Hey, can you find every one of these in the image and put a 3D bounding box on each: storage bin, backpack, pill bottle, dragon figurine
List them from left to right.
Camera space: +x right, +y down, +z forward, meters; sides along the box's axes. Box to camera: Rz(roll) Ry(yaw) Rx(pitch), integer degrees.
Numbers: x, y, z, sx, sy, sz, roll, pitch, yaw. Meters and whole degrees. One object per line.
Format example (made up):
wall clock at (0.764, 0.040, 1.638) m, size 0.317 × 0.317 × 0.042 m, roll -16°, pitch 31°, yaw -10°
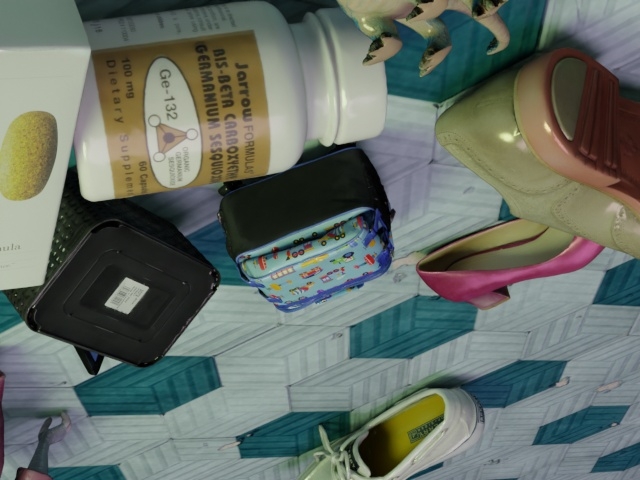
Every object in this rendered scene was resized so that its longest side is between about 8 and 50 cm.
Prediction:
storage bin at (-0.194, 0.031, 0.997) m, size 0.122 × 0.084 × 0.180 m, roll -51°, pitch 144°, yaw 5°
pill bottle at (-0.073, -0.110, 0.814) m, size 0.229 × 0.131 × 0.131 m, roll -10°, pitch 150°, yaw -12°
backpack at (0.000, 0.000, 1.058) m, size 0.158 × 0.117 × 0.173 m, roll -20°, pitch 153°, yaw 8°
dragon figurine at (0.051, -0.199, 0.771) m, size 0.085 × 0.144 × 0.289 m, roll -41°, pitch 162°, yaw 34°

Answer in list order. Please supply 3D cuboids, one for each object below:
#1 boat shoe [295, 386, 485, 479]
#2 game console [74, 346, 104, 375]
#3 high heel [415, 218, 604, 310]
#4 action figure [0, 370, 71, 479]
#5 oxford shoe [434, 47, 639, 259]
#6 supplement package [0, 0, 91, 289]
boat shoe at (0.065, 0.330, 1.637) m, size 0.367 × 0.136 × 0.156 m, roll -33°, pitch 147°, yaw 22°
game console at (-0.205, 0.078, 1.137) m, size 0.071 × 0.107 × 0.122 m, roll 11°, pitch 151°, yaw 9°
high heel at (0.225, -0.005, 1.218) m, size 0.117 × 0.082 × 0.244 m, roll 25°, pitch 136°, yaw -37°
action figure at (-0.396, 0.293, 1.226) m, size 0.248 × 0.276 × 0.370 m, roll -17°, pitch 138°, yaw -11°
oxford shoe at (0.271, -0.065, 1.083) m, size 0.146 × 0.140 × 0.397 m, roll -12°, pitch 149°, yaw 41°
supplement package at (-0.252, -0.084, 0.736) m, size 0.139 × 0.134 × 0.244 m, roll -7°, pitch 145°, yaw -27°
